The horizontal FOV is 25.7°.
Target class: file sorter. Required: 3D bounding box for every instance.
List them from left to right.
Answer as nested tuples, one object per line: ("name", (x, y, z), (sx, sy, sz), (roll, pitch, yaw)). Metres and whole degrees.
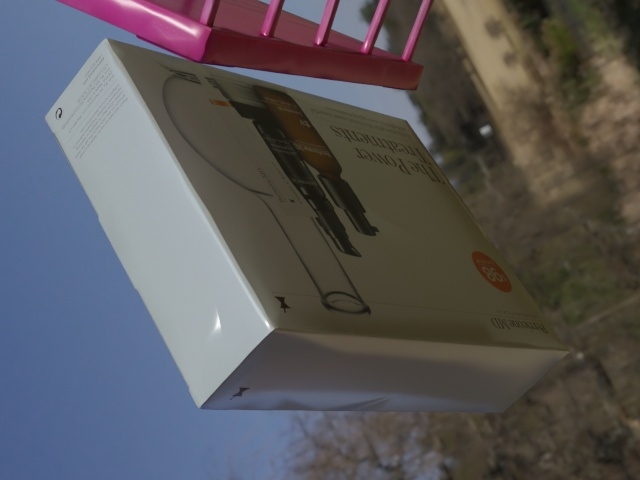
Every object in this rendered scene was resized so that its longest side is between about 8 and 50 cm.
("file sorter", (-0.052, -0.217, 0.862), (0.202, 0.182, 0.291), (25, -167, 23))

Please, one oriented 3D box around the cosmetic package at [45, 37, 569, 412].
("cosmetic package", (0.000, 0.000, 1.118), (0.377, 0.097, 0.284), (8, -136, -50))
